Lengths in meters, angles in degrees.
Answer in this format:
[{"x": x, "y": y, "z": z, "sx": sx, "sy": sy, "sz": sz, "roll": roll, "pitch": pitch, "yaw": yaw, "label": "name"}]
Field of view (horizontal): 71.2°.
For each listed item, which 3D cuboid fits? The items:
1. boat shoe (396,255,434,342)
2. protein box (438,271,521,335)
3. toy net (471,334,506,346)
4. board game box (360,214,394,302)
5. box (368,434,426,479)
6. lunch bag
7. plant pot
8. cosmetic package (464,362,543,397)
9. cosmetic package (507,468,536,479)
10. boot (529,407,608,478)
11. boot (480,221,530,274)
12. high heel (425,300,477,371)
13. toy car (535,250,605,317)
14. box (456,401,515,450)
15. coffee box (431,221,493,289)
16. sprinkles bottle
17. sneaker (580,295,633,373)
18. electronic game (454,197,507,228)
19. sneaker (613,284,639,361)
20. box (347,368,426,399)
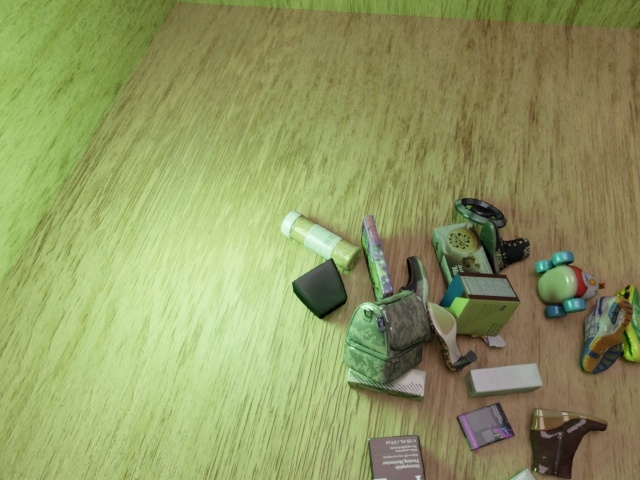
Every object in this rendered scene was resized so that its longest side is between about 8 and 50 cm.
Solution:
[{"x": 0.362, "y": 0.224, "z": 1.762, "sx": 0.130, "sy": 0.132, "sz": 0.356, "roll": -5, "pitch": 60, "yaw": 5, "label": "boat shoe"}, {"x": 0.579, "y": 0.234, "z": 1.650, "sx": 0.200, "sy": 0.200, "sz": 0.136, "roll": 4, "pitch": 42, "yaw": -10, "label": "protein box"}, {"x": 0.599, "y": 0.341, "z": 1.724, "sx": 0.232, "sy": 0.045, "sz": 0.122, "roll": 28, "pitch": 43, "yaw": 17, "label": "toy net"}, {"x": 0.223, "y": 0.095, "z": 1.806, "sx": 0.056, "sy": 0.208, "sz": 0.347, "roll": -11, "pitch": 60, "yaw": 0, "label": "board game box"}, {"x": 0.248, "y": 0.751, "z": 1.451, "sx": 0.168, "sy": 0.167, "sz": 0.203, "roll": -6, "pitch": 60, "yaw": 3, "label": "box"}, {"x": 0.235, "y": 0.316, "z": 1.565, "sx": 0.212, "sy": 0.305, "sz": 0.256, "roll": 15, "pitch": 105, "yaw": 39, "label": "lunch bag"}, {"x": 0.010, "y": 0.205, "z": 1.791, "sx": 0.188, "sy": 0.187, "sz": 0.167, "roll": -32, "pitch": 75, "yaw": -12, "label": "plant pot"}, {"x": 0.644, "y": 0.497, "z": 1.584, "sx": 0.230, "sy": 0.117, "sz": 0.086, "roll": -8, "pitch": 61, "yaw": 1, "label": "cosmetic package"}, {"x": 0.592, "y": 0.840, "z": 1.425, "sx": 0.238, "sy": 0.060, "sz": 0.099, "roll": -28, "pitch": 59, "yaw": -9, "label": "cosmetic package"}, {"x": 0.829, "y": 0.681, "z": 1.495, "sx": 0.248, "sy": 0.090, "sz": 0.207, "roll": 5, "pitch": 73, "yaw": 7, "label": "boot"}, {"x": 0.748, "y": 0.008, "z": 1.807, "sx": 0.178, "sy": 0.237, "sz": 0.085, "roll": -21, "pitch": 25, "yaw": -10, "label": "boot"}, {"x": 0.440, "y": 0.355, "z": 1.630, "sx": 0.093, "sy": 0.186, "sz": 0.261, "roll": -26, "pitch": 69, "yaw": -21, "label": "high heel"}, {"x": 0.982, "y": 0.168, "z": 1.699, "sx": 0.237, "sy": 0.210, "sz": 0.220, "roll": -1, "pitch": 70, "yaw": -9, "label": "toy car"}, {"x": 0.574, "y": 0.646, "z": 1.557, "sx": 0.161, "sy": 0.029, "sz": 0.116, "roll": -17, "pitch": 61, "yaw": -2, "label": "box"}, {"x": 0.577, "y": 0.087, "z": 1.822, "sx": 0.167, "sy": 0.119, "sz": 0.298, "roll": -9, "pitch": 59, "yaw": 0, "label": "coffee box"}, {"x": 0.000, "y": 0.000, "z": 1.934, "sx": 0.355, "sy": 0.121, "sz": 0.121, "roll": 30, "pitch": 68, "yaw": 21, "label": "sprinkles bottle"}, {"x": 1.030, "y": 0.344, "z": 1.646, "sx": 0.111, "sy": 0.131, "sz": 0.297, "roll": 29, "pitch": 87, "yaw": -7, "label": "sneaker"}, {"x": 0.684, "y": -0.118, "z": 1.915, "sx": 0.229, "sy": 0.048, "sz": 0.229, "roll": 13, "pitch": 31, "yaw": -8, "label": "electronic game"}, {"x": 1.160, "y": 0.309, "z": 1.657, "sx": 0.123, "sy": 0.109, "sz": 0.296, "roll": 16, "pitch": 63, "yaw": -6, "label": "sneaker"}, {"x": 0.240, "y": 0.504, "z": 1.628, "sx": 0.274, "sy": 0.113, "sz": 0.094, "roll": 7, "pitch": 63, "yaw": 12, "label": "box"}]
